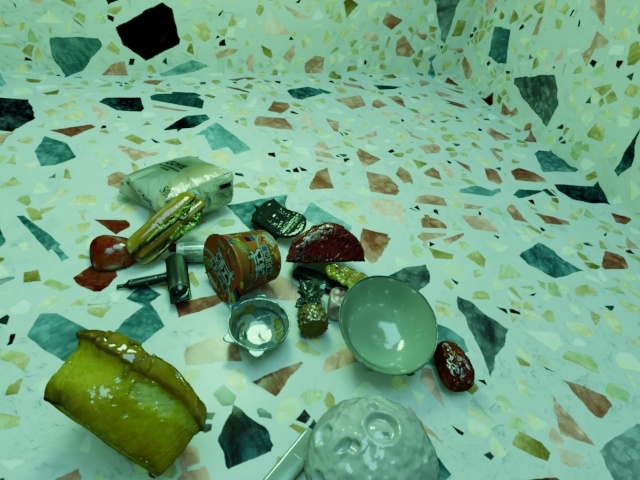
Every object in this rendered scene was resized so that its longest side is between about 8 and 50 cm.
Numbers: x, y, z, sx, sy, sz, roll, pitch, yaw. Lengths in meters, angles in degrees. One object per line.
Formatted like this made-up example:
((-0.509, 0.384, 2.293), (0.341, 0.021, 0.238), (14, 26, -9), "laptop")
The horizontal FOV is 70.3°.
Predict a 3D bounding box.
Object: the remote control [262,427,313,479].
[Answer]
((-0.088, 0.614, 1.217), (0.067, 0.029, 0.261), (32, 43, 21), "remote control")

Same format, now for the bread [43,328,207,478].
((-0.476, 0.387, 1.117), (0.397, 0.398, 0.215), (24, 55, 13), "bread")

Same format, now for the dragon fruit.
((0.000, 0.000, 1.766), (0.316, 0.152, 0.205), (-1, 6, -21), "dragon fruit")

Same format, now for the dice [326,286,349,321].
((0.073, 0.229, 1.627), (0.093, 0.091, 0.094), (10, 41, -3), "dice")

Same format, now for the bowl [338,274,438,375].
((0.205, 0.300, 1.510), (0.336, 0.158, 0.338), (6, 57, -10), "bowl")

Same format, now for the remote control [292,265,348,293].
((-0.001, 0.153, 1.731), (0.221, 0.042, 0.072), (20, 40, 9), "remote control")

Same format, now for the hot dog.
((-0.557, -0.054, 1.682), (0.100, 0.135, 0.337), (20, 58, 45), "hot dog")

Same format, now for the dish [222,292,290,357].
((-0.215, 0.291, 1.498), (0.227, 0.086, 0.236), (20, 43, 11), "dish")

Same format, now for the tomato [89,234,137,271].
((-0.757, 0.027, 1.667), (0.174, 0.082, 0.166), (-10, 45, -20), "tomato")

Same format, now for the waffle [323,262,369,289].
((0.137, 0.154, 1.683), (0.237, 0.059, 0.243), (18, 10, -36), "waffle")

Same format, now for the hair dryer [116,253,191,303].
((-0.582, 0.158, 1.587), (0.248, 0.078, 0.196), (-12, 47, -11), "hair dryer")

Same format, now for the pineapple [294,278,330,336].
((-0.032, 0.227, 1.603), (0.119, 0.111, 0.237), (25, 30, -25), "pineapple")

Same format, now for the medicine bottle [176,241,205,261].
((-0.470, 0.043, 1.717), (0.139, 0.079, 0.079), (-1, 43, -14), "medicine bottle")

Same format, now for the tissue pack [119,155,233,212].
((-0.590, -0.227, 1.918), (0.375, 0.195, 0.390), (27, 42, 34), "tissue pack")

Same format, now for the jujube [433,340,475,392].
((0.437, 0.411, 1.501), (0.112, 0.109, 0.176), (32, 29, -31), "jujube")

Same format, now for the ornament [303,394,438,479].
((0.126, 0.551, 1.123), (0.336, 0.337, 0.337), (7, 42, -6), "ornament")

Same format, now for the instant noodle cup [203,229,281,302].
((-0.272, 0.078, 1.622), (0.192, 0.251, 0.250), (-17, 48, -41), "instant noodle cup")

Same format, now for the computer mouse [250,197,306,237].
((-0.178, -0.078, 1.915), (0.264, 0.088, 0.147), (33, 62, 22), "computer mouse")
